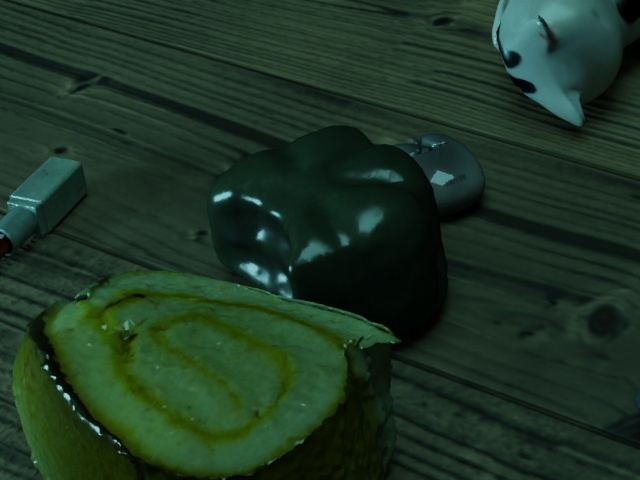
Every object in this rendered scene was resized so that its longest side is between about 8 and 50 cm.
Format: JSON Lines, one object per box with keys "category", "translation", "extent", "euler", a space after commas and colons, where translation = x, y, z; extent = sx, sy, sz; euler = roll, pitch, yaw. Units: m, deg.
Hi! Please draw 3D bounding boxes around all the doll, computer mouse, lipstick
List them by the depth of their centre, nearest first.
{"category": "computer mouse", "translation": [0.080, -0.053, 1.432], "extent": [0.066, 0.039, 0.096], "euler": [-19, 36, -14]}
{"category": "lipstick", "translation": [-0.219, -0.014, 1.450], "extent": [0.030, 0.030, 0.129], "euler": [11, 40, 25]}
{"category": "doll", "translation": [0.197, -0.174, 1.517], "extent": [0.107, 0.110, 0.180], "euler": [-8, 33, 44]}

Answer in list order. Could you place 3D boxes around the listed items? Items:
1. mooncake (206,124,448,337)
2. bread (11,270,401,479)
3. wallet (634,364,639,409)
{"category": "mooncake", "translation": [0.000, 0.000, 1.325], "extent": [0.175, 0.104, 0.168], "euler": [11, 45, 31]}
{"category": "bread", "translation": [-0.070, 0.107, 1.176], "extent": [0.186, 0.124, 0.257], "euler": [-29, 38, -36]}
{"category": "wallet", "translation": [0.299, 0.078, 1.129], "extent": [0.170, 0.069, 0.231], "euler": [-45, 31, -13]}
